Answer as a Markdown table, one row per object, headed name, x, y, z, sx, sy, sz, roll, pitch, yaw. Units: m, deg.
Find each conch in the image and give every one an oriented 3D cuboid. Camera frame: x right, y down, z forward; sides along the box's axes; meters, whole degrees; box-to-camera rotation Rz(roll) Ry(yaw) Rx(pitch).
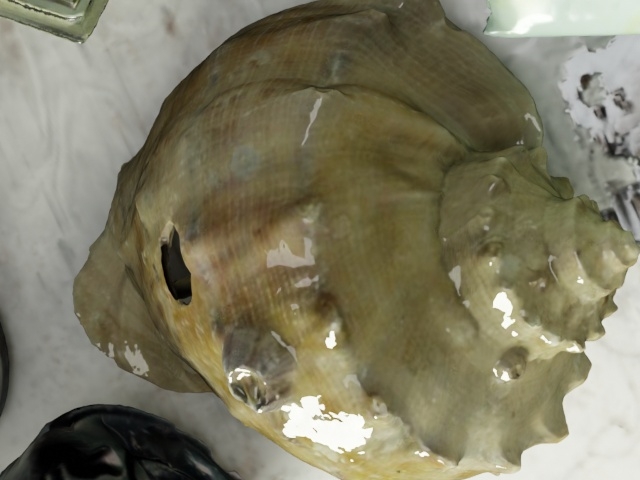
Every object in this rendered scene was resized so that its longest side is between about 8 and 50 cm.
| name | x | y | z | sx | sy | sz | roll | pitch | yaw |
| --- | --- | --- | --- | --- | --- | --- | --- | --- | --- |
| conch | -0.001 | -0.001 | 0.730 | 0.324 | 0.186 | 0.263 | -7 | 84 | 15 |

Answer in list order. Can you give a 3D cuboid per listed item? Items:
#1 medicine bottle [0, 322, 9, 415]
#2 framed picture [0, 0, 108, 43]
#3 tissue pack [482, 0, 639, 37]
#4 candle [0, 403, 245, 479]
| name | x | y | z | sx | sy | sz | roll | pitch | yaw |
| --- | --- | --- | --- | --- | --- | --- | --- | --- | --- |
| medicine bottle | -0.299 | 0.101 | 0.772 | 0.165 | 0.273 | 0.165 | 4 | 104 | 15 |
| framed picture | -0.198 | -0.229 | 0.731 | 0.274 | 0.017 | 0.217 | 18 | 70 | 9 |
| tissue pack | 0.253 | -0.235 | 0.573 | 0.388 | 0.162 | 0.287 | 0 | 124 | 14 |
| candle | -0.163 | 0.258 | 0.826 | 0.187 | 0.187 | 0.330 | 40 | 110 | 2 |
